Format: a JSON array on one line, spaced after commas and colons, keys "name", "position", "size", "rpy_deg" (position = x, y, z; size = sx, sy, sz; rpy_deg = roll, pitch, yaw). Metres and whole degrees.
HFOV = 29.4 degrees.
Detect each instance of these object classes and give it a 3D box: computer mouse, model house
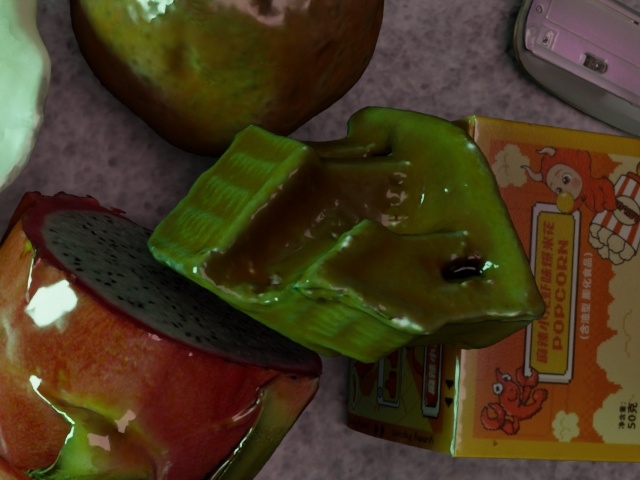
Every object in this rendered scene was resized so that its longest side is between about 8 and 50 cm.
[{"name": "computer mouse", "position": [0.311, -0.195, 1.300], "size": [0.245, 0.056, 0.126], "rpy_deg": [23, 80, -18]}, {"name": "model house", "position": [0.004, -0.003, 0.924], "size": [0.239, 0.268, 0.173], "rpy_deg": [-5, 102, -25]}]

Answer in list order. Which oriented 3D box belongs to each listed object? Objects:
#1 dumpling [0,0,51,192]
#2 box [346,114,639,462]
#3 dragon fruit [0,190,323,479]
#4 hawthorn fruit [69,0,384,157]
[{"name": "dumpling", "position": [-0.318, -0.121, 0.983], "size": [0.187, 0.242, 0.318], "rpy_deg": [16, 93, -48]}, {"name": "box", "position": [0.158, 0.049, 1.126], "size": [0.213, 0.259, 0.284], "rpy_deg": [4, 86, -18]}, {"name": "dragon fruit", "position": [-0.170, 0.121, 0.995], "size": [0.305, 0.305, 0.226], "rpy_deg": [29, 99, -16]}, {"name": "hawthorn fruit", "position": [-0.073, -0.219, 1.039], "size": [0.276, 0.298, 0.277], "rpy_deg": [3, 75, -12]}]
